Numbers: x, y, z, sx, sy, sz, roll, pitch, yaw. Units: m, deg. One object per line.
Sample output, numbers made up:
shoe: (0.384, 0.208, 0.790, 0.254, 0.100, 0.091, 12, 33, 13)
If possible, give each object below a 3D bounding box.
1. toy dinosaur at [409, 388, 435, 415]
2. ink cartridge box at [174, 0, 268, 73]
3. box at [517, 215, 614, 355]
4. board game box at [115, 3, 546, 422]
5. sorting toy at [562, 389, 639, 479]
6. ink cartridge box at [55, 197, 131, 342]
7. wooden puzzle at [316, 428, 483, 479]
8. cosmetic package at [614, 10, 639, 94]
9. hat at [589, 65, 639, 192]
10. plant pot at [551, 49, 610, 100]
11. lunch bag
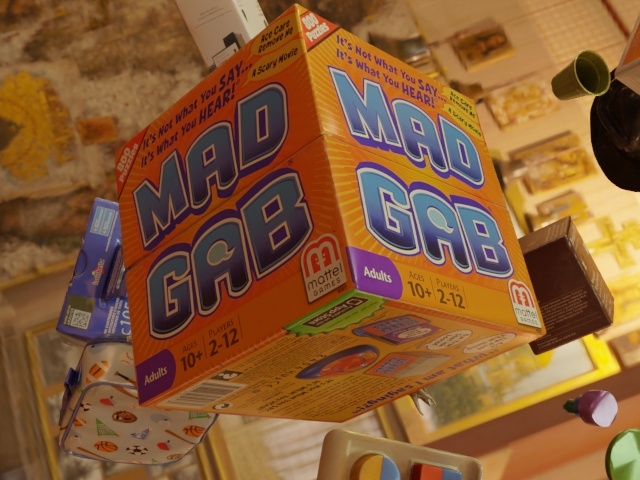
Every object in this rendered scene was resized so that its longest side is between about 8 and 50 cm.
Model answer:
toy dinosaur: (0.116, 0.302, 2.082, 0.160, 0.313, 0.121, -68, 165, -73)
ink cartridge box: (-0.131, -0.313, 1.433, 0.219, 0.092, 0.160, 64, 15, -13)
box: (0.466, 0.089, 1.782, 0.203, 0.167, 0.168, 61, 24, -5)
board game box: (0.000, 0.000, 1.129, 0.356, 0.356, 0.356, 17, 53, -44)
sorting toy: (0.569, 0.438, 1.695, 0.366, 0.127, 0.126, 57, -25, -9)
ink cartridge box: (-0.420, 0.085, 1.785, 0.395, 0.151, 0.270, 136, -32, -73)
wooden puzzle: (0.156, 0.569, 1.793, 0.080, 0.347, 0.322, 132, -30, -70)
cosmetic package: (0.734, -0.397, 1.507, 0.161, 0.230, 0.453, 31, -19, -14)
hat: (0.717, -0.279, 2.009, 0.134, 0.331, 0.331, 7, 51, -43)
plant pot: (0.450, -0.281, 1.561, 0.079, 0.083, 0.083, -23, -94, 61)
lunch bag: (-0.295, 0.257, 1.425, 0.303, 0.243, 0.115, 124, -27, -46)
